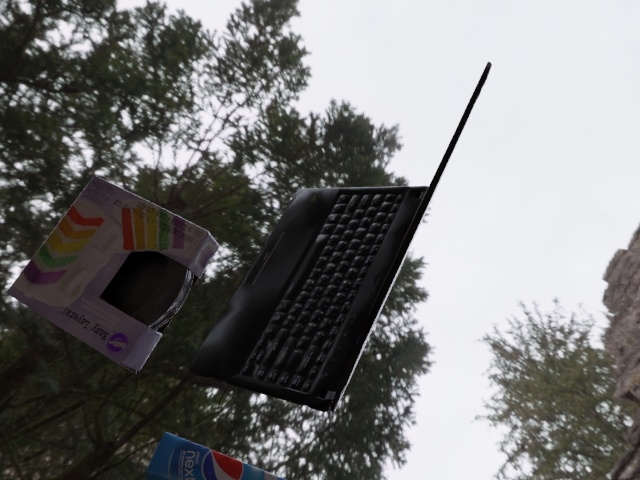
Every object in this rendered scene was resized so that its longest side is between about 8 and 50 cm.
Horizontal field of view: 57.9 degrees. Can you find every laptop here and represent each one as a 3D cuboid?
[{"bbox_3d":[0.000,0.000,0.472,0.264,0.136,0.234,3,-128,40],"label":"laptop"}]

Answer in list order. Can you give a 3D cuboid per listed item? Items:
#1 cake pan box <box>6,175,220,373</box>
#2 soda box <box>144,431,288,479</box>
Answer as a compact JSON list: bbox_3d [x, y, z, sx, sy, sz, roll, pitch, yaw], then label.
[{"bbox_3d":[-0.330,0.049,0.939,0.267,0.070,0.246,26,-105,19],"label":"cake pan box"},{"bbox_3d":[-0.157,0.370,0.882,0.210,0.071,0.067,22,-130,-3],"label":"soda box"}]
